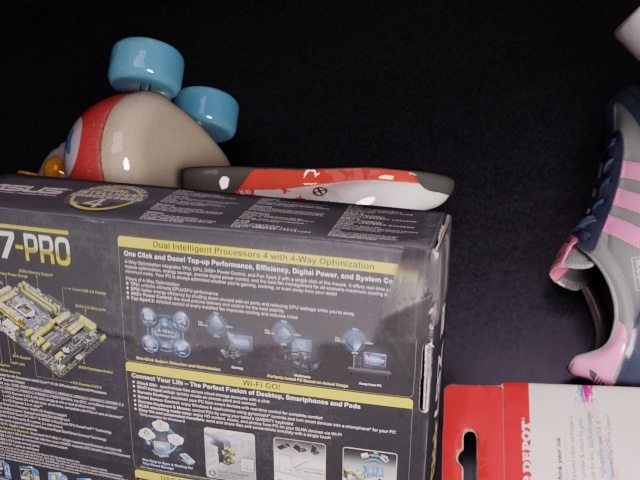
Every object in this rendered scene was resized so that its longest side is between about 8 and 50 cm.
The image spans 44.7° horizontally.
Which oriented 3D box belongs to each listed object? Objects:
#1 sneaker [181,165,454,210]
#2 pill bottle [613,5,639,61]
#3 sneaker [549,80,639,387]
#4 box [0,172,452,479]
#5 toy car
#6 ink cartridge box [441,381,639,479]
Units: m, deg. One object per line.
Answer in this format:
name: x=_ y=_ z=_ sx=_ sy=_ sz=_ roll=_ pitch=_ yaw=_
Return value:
sneaker: x=-0.001 y=0.000 z=0.764 sx=0.270 sy=0.090 sz=0.145 roll=-1 pitch=95 yaw=-14
pill bottle: x=0.432 y=-0.106 z=0.633 sx=0.210 sy=0.210 sz=0.363 roll=-43 pitch=86 yaw=-11
sneaker: x=0.279 y=-0.014 z=0.732 sx=0.131 sy=0.112 sz=0.319 roll=-2 pitch=62 yaw=6
box: x=-0.101 y=0.120 z=0.640 sx=0.395 sy=0.318 sz=0.097 roll=5 pitch=23 yaw=14
toy car: x=-0.232 y=-0.064 z=0.817 sx=0.238 sy=0.210 sz=0.219 roll=-1 pitch=75 yaw=24
ink cartridge box: x=0.220 y=0.196 z=0.656 sx=0.231 sy=0.078 sz=0.134 roll=1 pitch=63 yaw=11
